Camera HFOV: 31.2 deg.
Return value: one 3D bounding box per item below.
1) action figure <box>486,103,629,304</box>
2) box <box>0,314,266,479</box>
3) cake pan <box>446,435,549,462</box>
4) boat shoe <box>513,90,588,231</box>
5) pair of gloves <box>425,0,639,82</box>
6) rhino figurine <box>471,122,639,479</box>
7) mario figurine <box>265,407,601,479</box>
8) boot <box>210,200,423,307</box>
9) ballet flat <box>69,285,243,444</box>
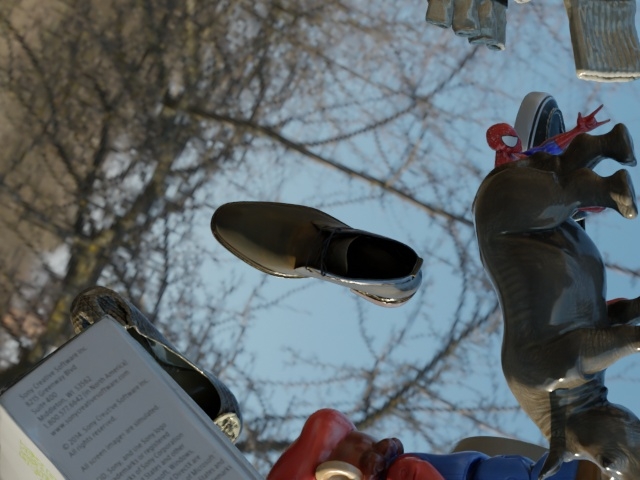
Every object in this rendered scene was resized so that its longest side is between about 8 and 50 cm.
[{"bbox_3d":[0.282,-0.026,1.226,0.139,0.280,0.091,-26,-157,28],"label":"action figure"},{"bbox_3d":[-0.049,0.189,0.502,0.058,0.232,0.322,-37,168,-29],"label":"box"},{"bbox_3d":[0.249,0.301,1.245,0.054,0.293,0.293,-61,-168,-26],"label":"cake pan"},{"bbox_3d":[0.332,-0.053,1.590,0.105,0.113,0.306,5,-80,38],"label":"boat shoe"},{"bbox_3d":[0.196,-0.254,1.038,0.042,0.240,0.204,140,-45,-63],"label":"pair of gloves"},{"bbox_3d":[0.160,0.057,0.707,0.106,0.243,0.073,-11,-177,23],"label":"rhino figurine"},{"bbox_3d":[0.097,0.251,1.011,0.170,0.320,0.198,-72,152,-44],"label":"mario figurine"},{"bbox_3d":[0.000,0.000,1.112,0.106,0.219,0.082,116,-9,-76],"label":"boot"},{"bbox_3d":[-0.157,0.139,1.153,0.084,0.250,0.058,-45,-148,-13],"label":"ballet flat"}]
